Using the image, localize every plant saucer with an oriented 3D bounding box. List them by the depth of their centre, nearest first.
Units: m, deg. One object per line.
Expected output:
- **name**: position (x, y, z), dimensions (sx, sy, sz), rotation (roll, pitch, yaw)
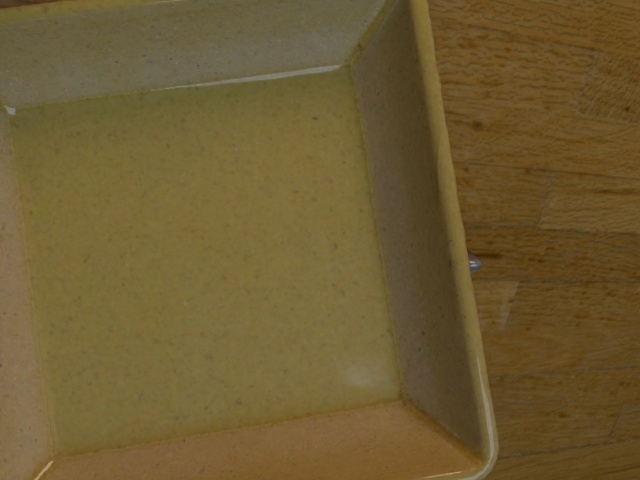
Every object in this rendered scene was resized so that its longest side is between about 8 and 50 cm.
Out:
- **plant saucer**: position (-0.077, 0.009, 0.449), dimensions (0.333, 0.081, 0.332), rotation (-8, 87, -3)

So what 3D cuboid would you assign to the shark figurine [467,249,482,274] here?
- **shark figurine**: position (-0.025, 0.002, 0.574), dimensions (0.278, 0.166, 0.116), rotation (-4, 91, -4)
